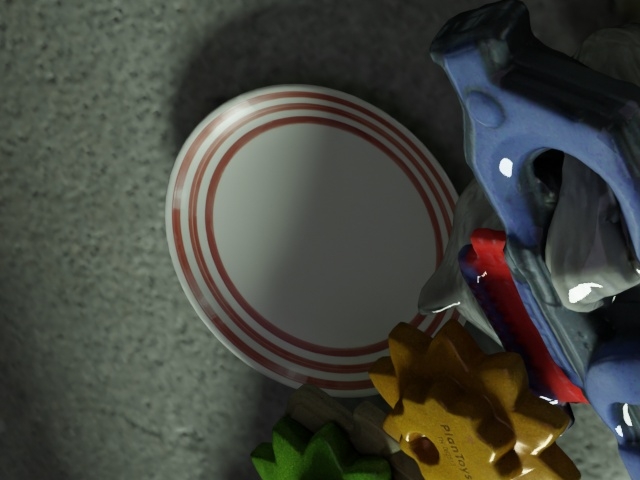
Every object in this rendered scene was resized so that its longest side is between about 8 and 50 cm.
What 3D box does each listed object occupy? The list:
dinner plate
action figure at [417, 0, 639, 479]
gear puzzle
[{"bbox_3d":[0.000,0.000,0.745,0.141,0.017,0.141,10,117,20],"label":"dinner plate"},{"bbox_3d":[0.194,0.024,0.609,0.330,0.178,0.341,1,131,32],"label":"action figure"},{"bbox_3d":[0.031,0.155,0.718,0.175,0.044,0.339,37,140,16],"label":"gear puzzle"}]
